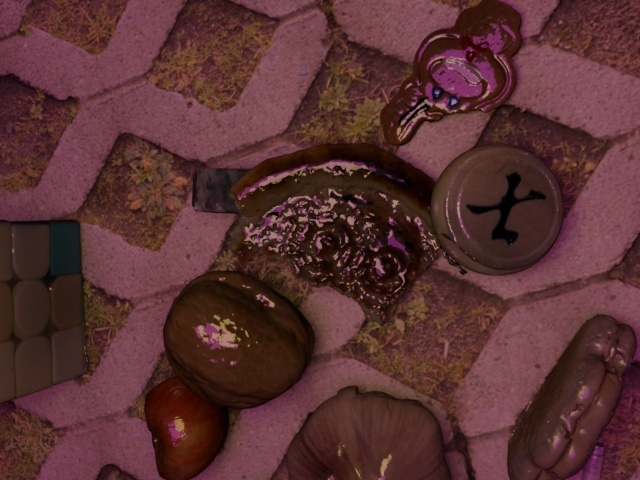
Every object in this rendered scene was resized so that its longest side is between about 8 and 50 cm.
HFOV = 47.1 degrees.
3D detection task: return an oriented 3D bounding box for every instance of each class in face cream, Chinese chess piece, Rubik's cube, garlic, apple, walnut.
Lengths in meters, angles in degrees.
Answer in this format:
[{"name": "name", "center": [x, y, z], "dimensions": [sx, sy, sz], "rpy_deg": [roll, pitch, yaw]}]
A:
[{"name": "face cream", "center": [0.477, 0.412, 1.289], "dimensions": [0.038, 0.020, 0.115], "rpy_deg": [9, 96, 15]}, {"name": "Chinese chess piece", "center": [0.303, -0.049, 1.263], "dimensions": [0.238, 0.092, 0.238], "rpy_deg": [0, 89, -7]}, {"name": "Rubik's cube", "center": [-0.709, 0.132, 1.460], "dimensions": [0.344, 0.346, 0.347], "rpy_deg": [-3, 89, 15]}, {"name": "garlic", "center": [0.086, 0.426, 1.308], "dimensions": [0.322, 0.241, 0.322], "rpy_deg": [-7, 79, 35]}, {"name": "apple", "center": [-0.262, 0.361, 1.422], "dimensions": [0.160, 0.173, 0.195], "rpy_deg": [-15, 90, 18]}, {"name": "walnut", "center": [-0.157, 0.186, 1.362], "dimensions": [0.283, 0.227, 0.283], "rpy_deg": [2, 102, 10]}]

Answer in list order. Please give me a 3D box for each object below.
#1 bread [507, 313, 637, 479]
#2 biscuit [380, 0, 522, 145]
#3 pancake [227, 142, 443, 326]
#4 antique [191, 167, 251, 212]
[{"name": "bread", "center": [0.422, 0.286, 1.224], "dimensions": [0.102, 0.183, 0.337], "rpy_deg": [28, 98, 6]}, {"name": "biscuit", "center": [0.240, -0.294, 1.341], "dimensions": [0.320, 0.047, 0.183], "rpy_deg": [-34, 79, 15]}, {"name": "pancake", "center": [0.037, -0.032, 1.334], "dimensions": [0.427, 0.067, 0.305], "rpy_deg": [23, 95, -3]}, {"name": "antique", "center": [-0.157, -0.095, 1.432], "dimensions": [0.183, 0.088, 0.086], "rpy_deg": [2, 90, 16]}]
